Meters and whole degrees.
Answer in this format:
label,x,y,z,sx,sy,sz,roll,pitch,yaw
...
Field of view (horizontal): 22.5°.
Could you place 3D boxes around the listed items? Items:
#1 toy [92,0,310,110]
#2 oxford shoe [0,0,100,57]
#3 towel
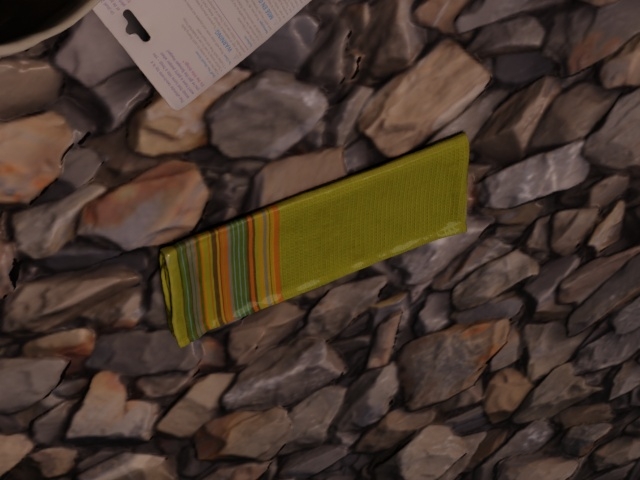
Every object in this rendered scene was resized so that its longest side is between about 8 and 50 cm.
label,x,y,z,sx,sy,sz,roll,pitch,yaw
toy,-0.024,-0.192,0.857,0.237,0.056,0.137,-38,141,0
oxford shoe,-0.072,-0.253,0.611,0.169,0.130,0.449,24,100,-37
towel,0.000,0.000,1.140,0.237,0.021,0.102,-21,145,-15
